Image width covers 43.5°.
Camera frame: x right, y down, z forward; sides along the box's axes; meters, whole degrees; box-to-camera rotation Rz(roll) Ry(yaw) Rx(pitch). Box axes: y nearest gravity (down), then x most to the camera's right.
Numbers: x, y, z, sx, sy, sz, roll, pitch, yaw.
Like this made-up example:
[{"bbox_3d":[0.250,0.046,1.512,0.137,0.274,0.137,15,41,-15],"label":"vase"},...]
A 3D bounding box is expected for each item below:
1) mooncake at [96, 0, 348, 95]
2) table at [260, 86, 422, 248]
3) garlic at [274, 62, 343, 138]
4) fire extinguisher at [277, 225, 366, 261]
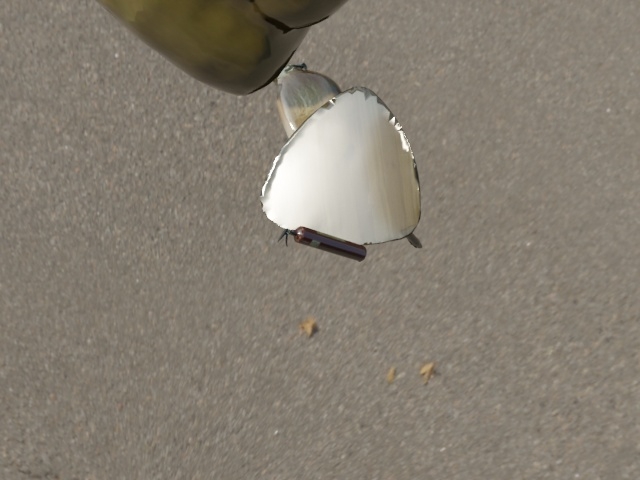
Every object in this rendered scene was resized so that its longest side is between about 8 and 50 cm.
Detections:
[{"bbox_3d":[-0.051,-0.403,0.909,0.262,0.467,0.467,36,63,-20],"label":"mooncake"},{"bbox_3d":[0.062,-0.101,1.627,0.317,0.249,0.317,-3,80,18],"label":"table"},{"bbox_3d":[-0.011,-0.256,1.728,0.148,0.128,0.266,-18,58,15],"label":"garlic"},{"bbox_3d":[0.000,0.000,1.336,0.173,0.035,0.049,17,28,-35],"label":"fire extinguisher"}]
